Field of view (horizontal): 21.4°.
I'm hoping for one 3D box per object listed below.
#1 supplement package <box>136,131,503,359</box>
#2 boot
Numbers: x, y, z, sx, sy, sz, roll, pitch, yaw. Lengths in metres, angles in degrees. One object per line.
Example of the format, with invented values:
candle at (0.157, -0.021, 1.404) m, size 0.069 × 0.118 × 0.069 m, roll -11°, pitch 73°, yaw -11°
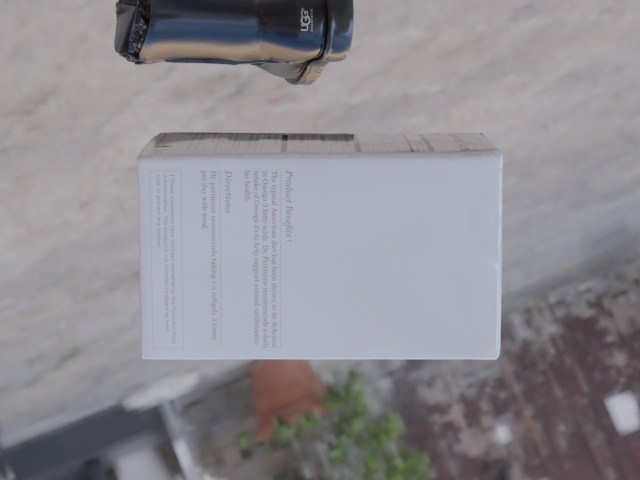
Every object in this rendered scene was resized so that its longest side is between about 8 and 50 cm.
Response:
supplement package at (0.000, 0.000, 0.868) m, size 0.179 × 0.105 × 0.105 m, roll 0°, pitch -171°, yaw -1°
boot at (-0.093, -0.205, 1.611) m, size 0.207 × 0.094 × 0.246 m, roll 3°, pitch -179°, yaw -12°
